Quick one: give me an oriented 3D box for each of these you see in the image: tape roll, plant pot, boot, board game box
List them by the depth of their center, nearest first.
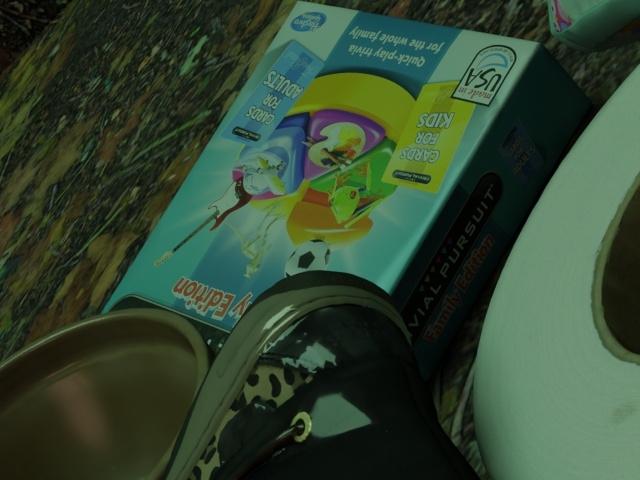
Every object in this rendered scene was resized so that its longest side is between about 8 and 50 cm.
[{"bbox_3d":[0.231,-0.005,0.941,0.392,0.072,0.392,-45,23,24],"label":"tape roll"},{"bbox_3d":[-0.010,0.235,0.971,0.377,0.138,0.284,-65,29,14],"label":"boot"},{"bbox_3d":[-0.148,0.162,1.185,0.237,0.110,0.237,-23,31,14],"label":"plant pot"},{"bbox_3d":[0.000,0.000,1.315,0.253,0.079,0.336,17,71,47],"label":"board game box"}]

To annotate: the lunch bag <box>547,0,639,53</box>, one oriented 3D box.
[{"bbox_3d":[0.238,-0.243,1.145,0.262,0.160,0.223,-55,6,-11],"label":"lunch bag"}]
